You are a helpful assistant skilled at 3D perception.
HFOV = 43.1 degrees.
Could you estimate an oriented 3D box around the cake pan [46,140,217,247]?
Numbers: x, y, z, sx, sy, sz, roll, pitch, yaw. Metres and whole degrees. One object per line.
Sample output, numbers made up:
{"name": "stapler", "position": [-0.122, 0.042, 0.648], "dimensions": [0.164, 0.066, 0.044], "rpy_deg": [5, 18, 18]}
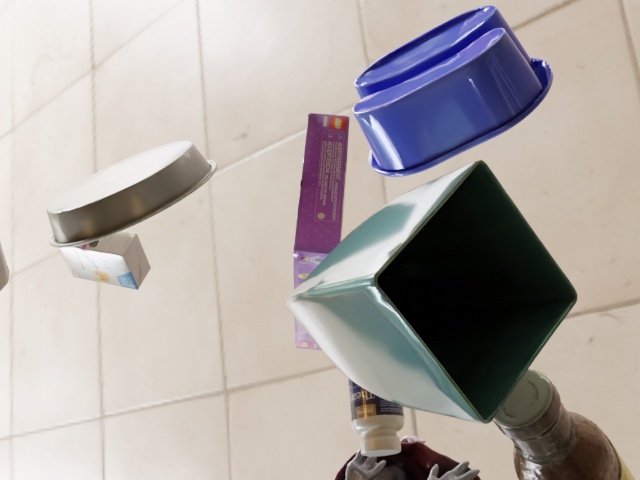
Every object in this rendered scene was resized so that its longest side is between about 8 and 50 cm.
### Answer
{"name": "cake pan", "position": [-0.309, -0.083, 1.299], "dimensions": [0.293, 0.293, 0.054], "rpy_deg": [-3, 118, 44]}

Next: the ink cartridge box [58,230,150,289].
{"name": "ink cartridge box", "position": [-0.428, 0.027, 1.541], "dimensions": [0.182, 0.104, 0.061], "rpy_deg": [10, 50, 16]}

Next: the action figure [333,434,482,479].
{"name": "action figure", "position": [0.142, 0.447, 1.203], "dimensions": [0.248, 0.276, 0.370], "rpy_deg": [35, 151, 29]}

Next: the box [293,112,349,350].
{"name": "box", "position": [0.000, 0.000, 1.083], "dimensions": [0.293, 0.057, 0.200], "rpy_deg": [92, -177, -60]}

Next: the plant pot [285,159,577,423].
{"name": "plant pot", "position": [0.080, 0.056, 0.787], "dimensions": [0.165, 0.165, 0.234], "rpy_deg": [-46, 16, -28]}

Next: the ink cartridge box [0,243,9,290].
{"name": "ink cartridge box", "position": [-0.273, -0.068, 0.360], "dimensions": [0.201, 0.117, 0.278], "rpy_deg": [29, 145, 11]}

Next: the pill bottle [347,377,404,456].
{"name": "pill bottle", "position": [0.070, 0.205, 1.013], "dimensions": [0.067, 0.067, 0.120], "rpy_deg": [-25, 59, 39]}

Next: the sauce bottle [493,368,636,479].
{"name": "sauce bottle", "position": [0.284, 0.263, 0.895], "dimensions": [0.112, 0.344, 0.111], "rpy_deg": [-22, 39, 19]}

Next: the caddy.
{"name": "caddy", "position": [0.215, -0.236, 1.363], "dimensions": [0.342, 0.179, 0.241], "rpy_deg": [-25, 28, 20]}
